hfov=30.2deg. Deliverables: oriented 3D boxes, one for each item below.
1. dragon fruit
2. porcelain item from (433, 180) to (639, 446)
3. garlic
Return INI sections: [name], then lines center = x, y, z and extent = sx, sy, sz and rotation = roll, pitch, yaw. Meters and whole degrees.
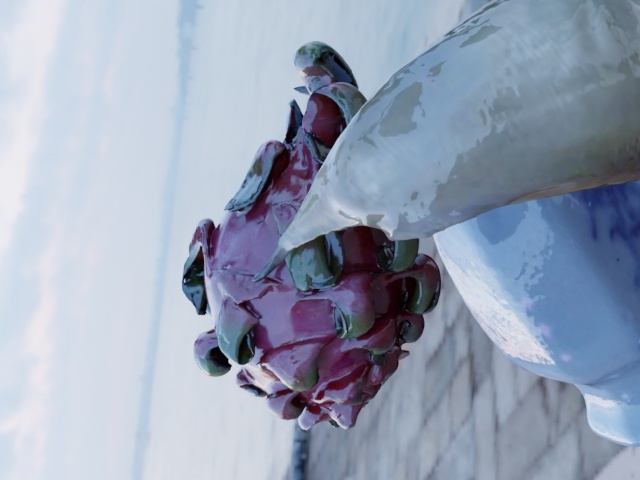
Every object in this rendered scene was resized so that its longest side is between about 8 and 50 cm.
[dragon fruit]
center = 0.006, 0.007, 0.938
extent = 0.273, 0.198, 0.218
rotation = -59, 9, 15
[porcelain item]
center = 0.254, 0.012, 1.227
extent = 0.178, 0.405, 0.243
rotation = -20, 26, 46
[garlic]
center = 0.122, -0.063, 0.826
extent = 0.151, 0.338, 0.196
rotation = 57, 157, 17
